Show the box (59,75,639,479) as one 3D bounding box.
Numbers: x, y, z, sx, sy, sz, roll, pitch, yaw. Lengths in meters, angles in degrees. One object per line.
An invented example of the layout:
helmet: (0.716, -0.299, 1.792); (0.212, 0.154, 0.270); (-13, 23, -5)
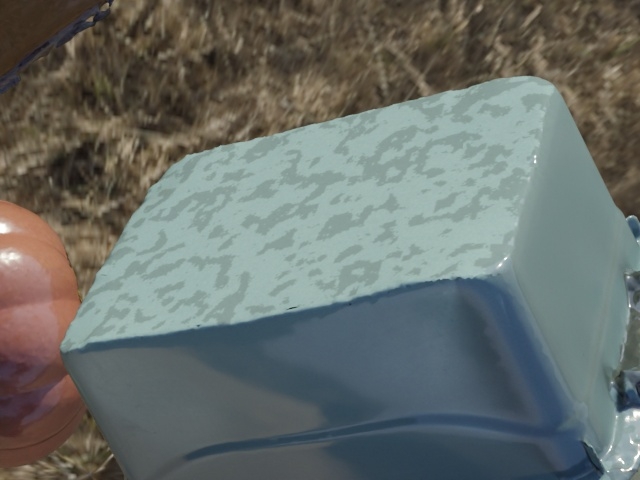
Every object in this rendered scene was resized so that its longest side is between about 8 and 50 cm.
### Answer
box: (0.019, 0.036, 0.630); (0.227, 0.162, 0.130); (-10, 123, 26)

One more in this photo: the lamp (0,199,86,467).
lamp: (-0.382, 0.105, 1.771); (0.239, 0.305, 0.305); (-11, 83, -20)

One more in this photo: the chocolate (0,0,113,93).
chocolate: (-0.266, -0.203, 1.288); (0.261, 0.161, 0.083); (-39, 70, -11)
